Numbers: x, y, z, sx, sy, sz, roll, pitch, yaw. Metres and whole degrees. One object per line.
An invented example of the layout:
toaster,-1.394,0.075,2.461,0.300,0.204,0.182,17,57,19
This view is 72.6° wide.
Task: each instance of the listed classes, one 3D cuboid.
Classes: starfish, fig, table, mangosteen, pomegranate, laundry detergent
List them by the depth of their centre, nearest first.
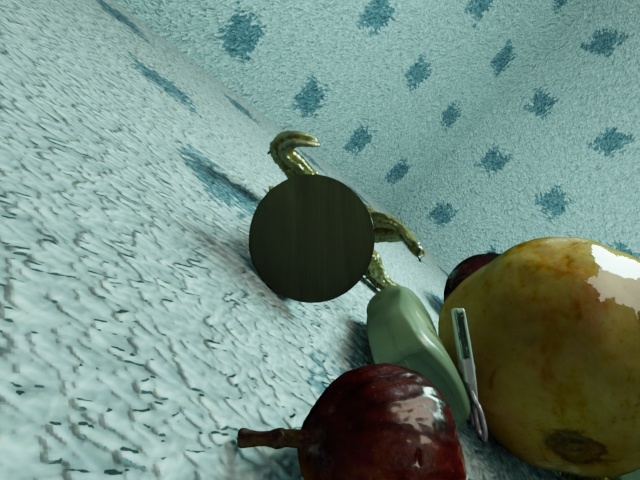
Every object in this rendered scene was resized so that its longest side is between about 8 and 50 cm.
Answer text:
fig,0.033,0.147,0.330,0.150,0.128,0.128,39,12,9
laundry detergent,0.136,0.156,0.657,0.181,0.091,0.253,54,10,-10
table,0.000,0.000,0.674,0.167,0.167,0.226,44,4,6
pomegranate,0.421,0.180,0.758,0.411,0.411,0.411,40,13,-11
starfish,0.069,-0.032,0.872,0.432,0.082,0.324,42,-20,1
mangosteen,0.530,0.191,1.339,0.330,0.330,0.330,40,13,-11

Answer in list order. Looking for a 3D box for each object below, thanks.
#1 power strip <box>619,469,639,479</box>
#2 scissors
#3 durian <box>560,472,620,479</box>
power strip,0.569,0.456,0.745,0.093,0.053,0.288,37,37,-19
scissors,0.199,0.178,0.593,0.085,0.022,0.176,-81,161,-85
durian,0.524,0.464,0.842,0.220,0.096,0.137,34,-21,-26
